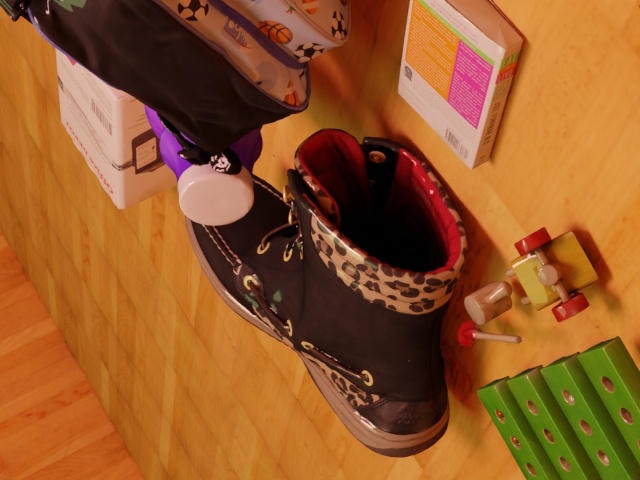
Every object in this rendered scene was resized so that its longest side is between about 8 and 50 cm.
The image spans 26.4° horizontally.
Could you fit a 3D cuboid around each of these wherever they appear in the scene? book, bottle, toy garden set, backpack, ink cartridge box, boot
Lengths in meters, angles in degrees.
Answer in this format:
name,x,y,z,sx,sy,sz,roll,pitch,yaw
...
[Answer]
name,x,y,z,sx,sy,sz,roll,pitch,yaw
book,0.104,-0.132,1.045,0.096,0.035,0.144,51,156,24
bottle,-0.108,-0.139,1.280,0.092,0.118,0.283,114,156,-44
toy garden set,0.191,0.099,1.090,0.204,0.049,0.244,60,160,4
backpack,-0.104,-0.238,1.095,0.276,0.213,0.263,41,-148,-46
ink cartridge box,-0.257,-0.180,1.741,0.172,0.100,0.237,54,156,24
boot,0.000,0.000,1.294,0.377,0.138,0.284,51,155,28
